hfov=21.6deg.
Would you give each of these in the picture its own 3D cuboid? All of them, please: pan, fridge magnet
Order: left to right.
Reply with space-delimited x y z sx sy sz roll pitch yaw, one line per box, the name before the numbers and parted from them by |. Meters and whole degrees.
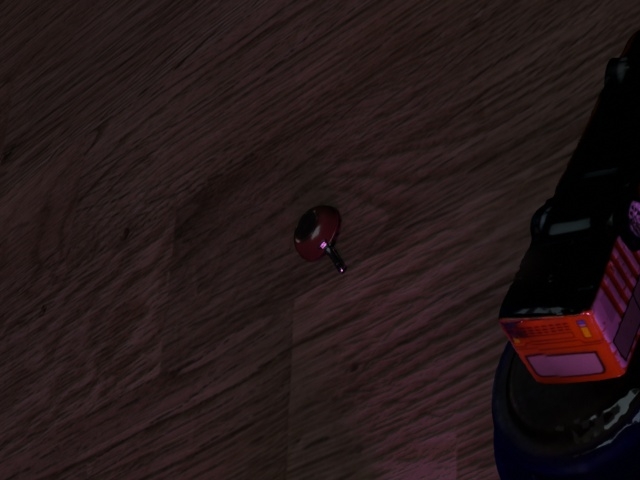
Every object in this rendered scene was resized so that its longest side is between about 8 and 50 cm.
pan | 0.000 0.000 1.884 0.068 0.023 0.115 -52 34 13
fridge magnet | 0.244 0.118 1.383 0.265 0.113 0.265 -34 37 30

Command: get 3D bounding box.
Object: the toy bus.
toy bus | 0.252 -0.049 1.383 0.093 0.092 0.409 -10 34 36
